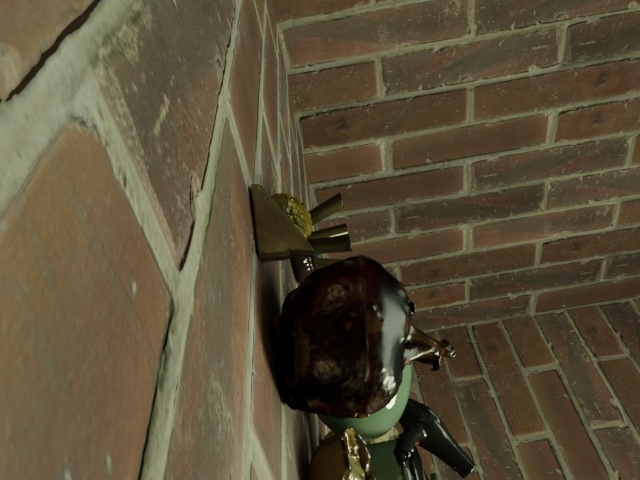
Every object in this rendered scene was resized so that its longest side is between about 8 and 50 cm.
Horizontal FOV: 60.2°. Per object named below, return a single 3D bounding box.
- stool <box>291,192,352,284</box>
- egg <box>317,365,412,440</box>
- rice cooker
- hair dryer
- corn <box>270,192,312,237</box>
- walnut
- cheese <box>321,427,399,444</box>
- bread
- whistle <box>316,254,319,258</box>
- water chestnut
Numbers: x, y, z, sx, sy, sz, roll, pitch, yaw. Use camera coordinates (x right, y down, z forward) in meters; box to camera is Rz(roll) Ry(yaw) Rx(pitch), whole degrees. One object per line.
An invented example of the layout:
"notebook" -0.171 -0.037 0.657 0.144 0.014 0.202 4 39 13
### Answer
"stool" 0.000 0.000 1.688 0.272 0.178 0.272 -11 90 -88
"egg" 0.083 0.289 1.357 0.276 0.276 0.389 71 6 -74
"rice cooker" 0.153 0.634 1.379 0.316 0.317 0.264 72 6 -72
"hair dryer" 0.237 0.497 1.292 0.235 0.091 0.272 43 24 21
"corn" -0.073 -0.049 1.246 0.261 0.097 0.097 59 22 -76
"walnut" 0.038 0.516 1.149 0.238 0.141 0.204 -95 163 -49
"cheese" 0.122 0.646 1.594 0.127 0.233 0.266 -61 140 -71
"bread" -0.073 -0.036 1.056 0.077 0.105 0.152 97 -14 -75
"whistle" -0.041 0.029 1.995 0.158 0.090 0.090 -55 -158 29
"water chestnut" 0.085 0.185 1.072 0.335 0.347 0.335 -2 90 -86
